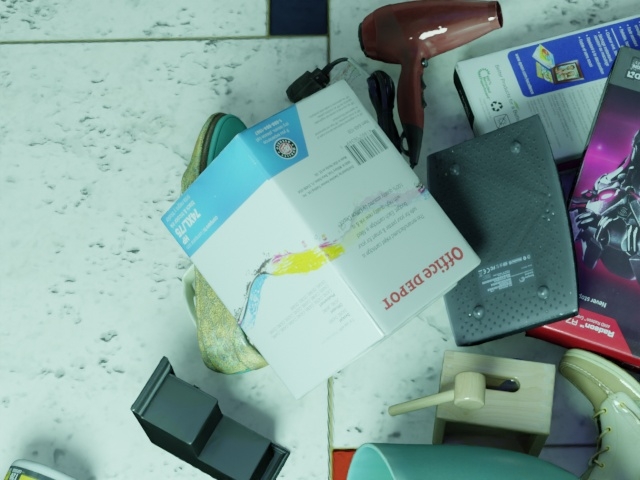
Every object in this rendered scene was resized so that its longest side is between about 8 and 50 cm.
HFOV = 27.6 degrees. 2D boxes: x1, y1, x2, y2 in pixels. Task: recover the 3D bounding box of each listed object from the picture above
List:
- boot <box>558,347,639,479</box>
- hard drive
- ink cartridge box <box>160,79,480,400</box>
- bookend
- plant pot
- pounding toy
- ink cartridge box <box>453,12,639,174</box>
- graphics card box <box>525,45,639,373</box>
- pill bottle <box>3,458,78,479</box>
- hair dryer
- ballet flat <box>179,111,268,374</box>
[{"bbox_3d":[0.327,0.243,1.516,0.213,0.077,0.165,42,76,14],"label":"boot"},{"bbox_3d":[0.220,-0.008,1.551,0.172,0.054,0.255,-20,63,27],"label":"hard drive"},{"bbox_3d":[0.000,0.000,1.499,0.198,0.197,0.270,-33,84,-44],"label":"ink cartridge box"},{"bbox_3d":[-0.124,0.220,1.498,0.156,0.157,0.072,26,71,13],"label":"bookend"},{"bbox_3d":[0.172,0.350,1.373,0.235,0.293,0.293,-3,66,-14],"label":"plant pot"},{"bbox_3d":[0.172,0.168,1.482,0.181,0.206,0.094,8,67,6],"label":"pounding toy"},{"bbox_3d":[0.376,-0.196,1.708,0.370,0.069,0.176,-16,66,-2],"label":"ink cartridge box"},{"bbox_3d":[0.413,-0.027,1.578,0.232,0.094,0.371,19,81,9],"label":"graphics card box"},{"bbox_3d":[-0.340,0.350,1.479,0.103,0.103,0.184,18,68,10],"label":"pill bottle"},{"bbox_3d":[0.120,-0.212,1.700,0.293,0.080,0.223,-44,64,4],"label":"hair dryer"},{"bbox_3d":[-0.128,0.004,1.624,0.123,0.123,0.349,-10,65,-2],"label":"ballet flat"}]
